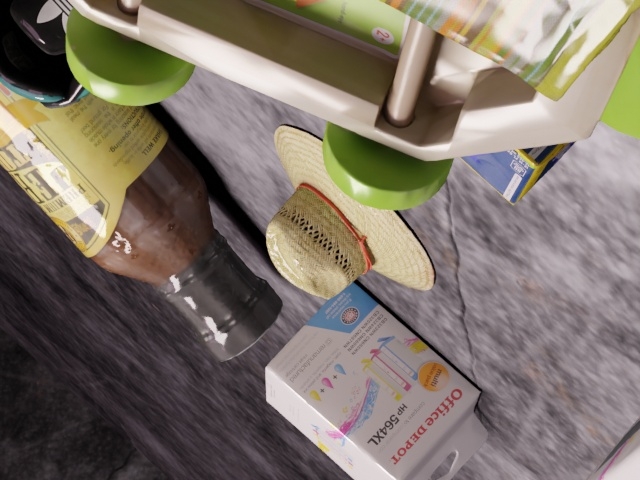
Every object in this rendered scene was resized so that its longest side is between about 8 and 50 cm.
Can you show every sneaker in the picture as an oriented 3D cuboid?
[{"bbox_3d":[-0.161,-0.139,1.096,0.108,0.121,0.302,47,165,-6],"label":"sneaker"}]

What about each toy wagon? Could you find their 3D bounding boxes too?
[{"bbox_3d":[0.027,-0.110,0.654,0.344,0.068,0.267,22,151,5],"label":"toy wagon"}]

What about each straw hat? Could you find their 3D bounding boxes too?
[{"bbox_3d":[0.000,0.000,1.159,0.144,0.061,0.144,41,164,14],"label":"straw hat"}]

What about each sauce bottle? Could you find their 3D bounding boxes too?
[{"bbox_3d":[-0.160,-0.055,1.345,0.344,0.111,0.111,49,165,-15],"label":"sauce bottle"}]

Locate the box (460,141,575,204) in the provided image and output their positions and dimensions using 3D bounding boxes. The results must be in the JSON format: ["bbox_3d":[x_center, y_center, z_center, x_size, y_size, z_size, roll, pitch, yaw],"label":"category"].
[{"bbox_3d":[0.045,-0.096,0.800,0.169,0.054,0.059,42,165,8],"label":"box"}]

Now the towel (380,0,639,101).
[{"bbox_3d":[-0.009,-0.121,0.571,0.237,0.021,0.102,27,150,-2],"label":"towel"}]

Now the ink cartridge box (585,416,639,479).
[{"bbox_3d":[0.230,0.139,0.808,0.207,0.119,0.353,42,165,10],"label":"ink cartridge box"}]

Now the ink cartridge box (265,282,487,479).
[{"bbox_3d":[0.043,0.116,1.297,0.143,0.092,0.090,40,164,13],"label":"ink cartridge box"}]
